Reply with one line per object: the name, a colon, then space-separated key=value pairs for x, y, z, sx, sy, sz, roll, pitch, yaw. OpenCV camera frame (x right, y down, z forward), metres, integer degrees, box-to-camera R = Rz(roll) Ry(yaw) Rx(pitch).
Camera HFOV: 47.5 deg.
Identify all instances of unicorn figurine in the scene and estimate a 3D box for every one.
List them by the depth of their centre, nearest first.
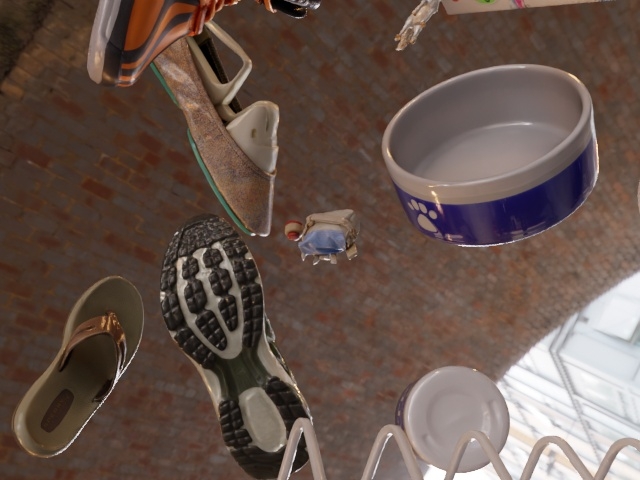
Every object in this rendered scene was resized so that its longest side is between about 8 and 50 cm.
unicorn figurine: x=0.204 y=-0.438 z=1.402 sx=0.060 sy=0.162 sz=0.111 roll=49 pitch=-127 yaw=-18

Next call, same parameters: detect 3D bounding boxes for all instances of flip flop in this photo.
flip flop: x=-0.312 y=0.161 z=0.983 sx=0.112 sy=0.080 sz=0.277 roll=43 pitch=-137 yaw=-19

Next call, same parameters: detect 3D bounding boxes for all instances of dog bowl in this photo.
dog bowl: x=0.220 y=-0.116 z=0.950 sx=0.265 sy=0.265 sz=0.104 roll=-44 pitch=-49 yaw=-25

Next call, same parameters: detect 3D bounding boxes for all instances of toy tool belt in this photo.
toy tool belt: x=0.000 y=0.000 z=0.739 sx=0.052 sy=0.083 sz=0.051 roll=51 pitch=-143 yaw=-52

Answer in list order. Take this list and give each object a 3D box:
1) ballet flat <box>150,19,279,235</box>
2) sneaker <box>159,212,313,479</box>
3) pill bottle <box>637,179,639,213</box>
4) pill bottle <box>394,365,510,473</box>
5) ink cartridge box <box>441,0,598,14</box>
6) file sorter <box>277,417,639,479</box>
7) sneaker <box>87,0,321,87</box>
ballet flat: x=-0.114 y=-0.159 z=0.854 sx=0.106 sy=0.315 sz=0.107 roll=-30 pitch=-2 yaw=18
sneaker: x=-0.132 y=0.158 z=1.140 sx=0.158 sy=0.182 sz=0.410 roll=-18 pitch=-89 yaw=-1
pill bottle: x=0.527 y=-0.065 z=0.845 sx=0.265 sy=0.153 sz=0.153 roll=-21 pitch=-49 yaw=-4
pill bottle: x=0.144 y=0.207 z=0.842 sx=0.112 sy=0.112 sz=0.186 roll=-56 pitch=-9 yaw=-12
ink cartridge box: x=0.238 y=-0.372 z=0.732 sx=0.197 sy=0.270 sz=0.198 roll=-47 pitch=-58 yaw=-17
file sorter: x=0.102 y=0.237 z=0.480 sx=0.278 sy=0.173 sz=0.192 roll=8 pitch=-66 yaw=-15
sneaker: x=-0.084 y=-0.247 z=0.676 sx=0.180 sy=0.124 sz=0.321 roll=25 pitch=-119 yaw=-14
